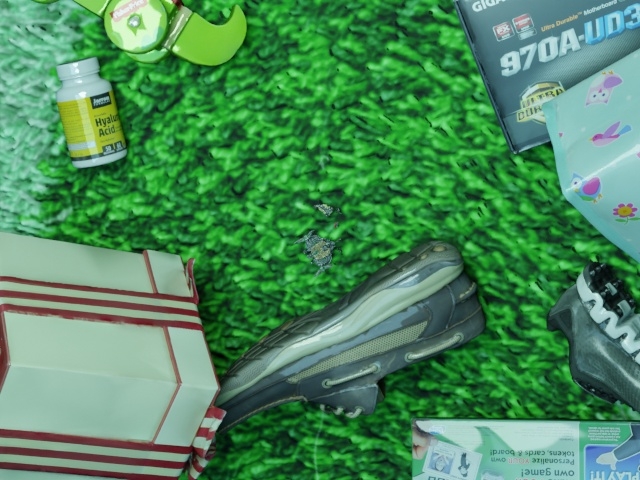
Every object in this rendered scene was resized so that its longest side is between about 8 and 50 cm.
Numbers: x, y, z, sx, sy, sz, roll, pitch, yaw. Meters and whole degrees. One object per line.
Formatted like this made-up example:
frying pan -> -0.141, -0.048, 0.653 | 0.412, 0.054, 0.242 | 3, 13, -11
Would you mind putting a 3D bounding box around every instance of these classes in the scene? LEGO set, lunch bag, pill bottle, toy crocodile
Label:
LEGO set -> 0.003, 0.000, 1.531 | 0.054, 0.023, 0.083 | 28, 96, 2
lunch bag -> 0.380, -0.076, 1.333 | 0.223, 0.160, 0.262 | -31, 133, 26
pill bottle -> -0.260, -0.144, 1.523 | 0.065, 0.065, 0.116 | -9, 103, 15
toy crocodile -> -0.240, -0.279, 1.458 | 0.340, 0.115, 0.105 | 30, 91, 1

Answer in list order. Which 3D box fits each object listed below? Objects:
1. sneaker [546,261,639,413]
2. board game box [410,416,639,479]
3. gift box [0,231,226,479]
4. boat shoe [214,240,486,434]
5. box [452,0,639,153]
sneaker -> 0.327, 0.142, 1.459 | 0.106, 0.078, 0.234 | -42, 78, 35
board game box -> 0.259, 0.305, 1.507 | 0.317, 0.046, 0.213 | 0, 86, 13
gift box -> -0.242, 0.146, 1.454 | 0.258, 0.255, 0.276 | 11, 128, -27
boat shoe -> 0.024, 0.138, 1.505 | 0.355, 0.132, 0.130 | -31, 96, 20
box -> 0.270, -0.208, 1.393 | 0.220, 0.051, 0.175 | -19, 101, 16
